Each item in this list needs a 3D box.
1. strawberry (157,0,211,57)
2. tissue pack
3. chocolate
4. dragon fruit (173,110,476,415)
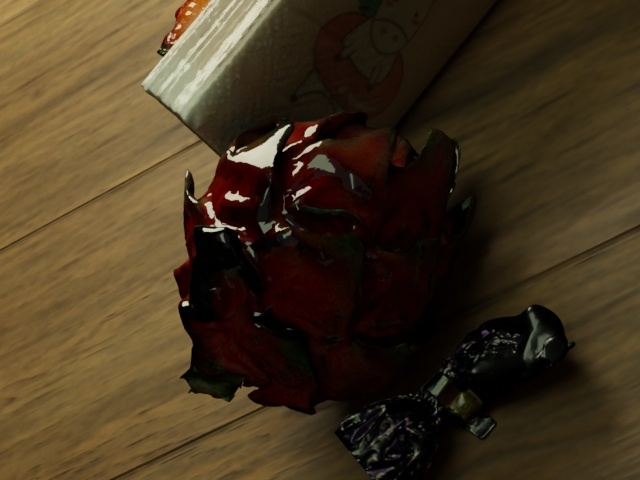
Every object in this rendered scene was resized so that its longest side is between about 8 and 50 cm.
[{"bbox_3d":[-0.060,-0.172,1.335,0.104,0.048,0.152,13,56,49],"label":"strawberry"},{"bbox_3d":[0.041,-0.174,1.173,0.325,0.170,0.071,-50,49,-4],"label":"tissue pack"},{"bbox_3d":[0.083,0.094,1.045,0.147,0.070,0.072,-33,35,0],"label":"chocolate"},{"bbox_3d":[-0.003,0.007,1.081,0.182,0.182,0.188,-16,52,28],"label":"dragon fruit"}]
